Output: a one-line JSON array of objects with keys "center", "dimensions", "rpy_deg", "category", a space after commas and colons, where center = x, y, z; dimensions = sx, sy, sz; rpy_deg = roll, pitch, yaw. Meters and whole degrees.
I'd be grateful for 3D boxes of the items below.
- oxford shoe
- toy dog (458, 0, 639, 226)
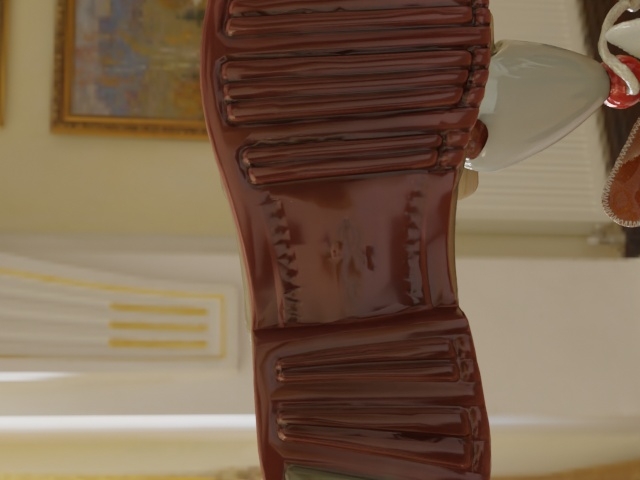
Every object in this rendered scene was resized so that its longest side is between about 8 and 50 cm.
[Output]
[{"center": [0.008, -0.027, 0.529], "dimensions": [0.130, 0.123, 0.348], "rpy_deg": [115, 156, -84], "category": "oxford shoe"}, {"center": [0.202, -0.110, 0.905], "dimensions": [0.161, 0.334, 0.220], "rpy_deg": [-109, -6, -64], "category": "toy dog"}]
